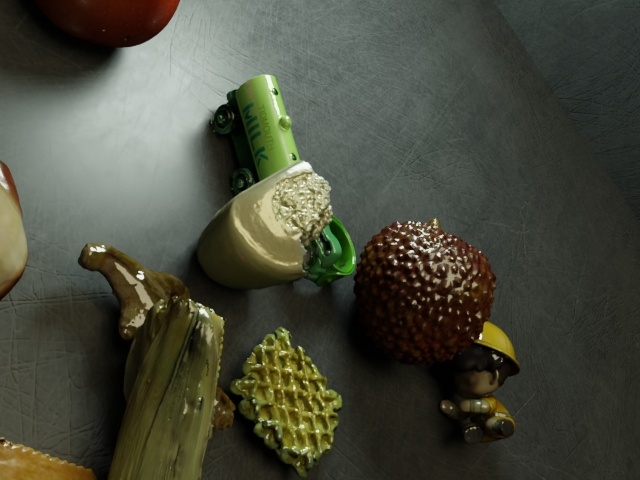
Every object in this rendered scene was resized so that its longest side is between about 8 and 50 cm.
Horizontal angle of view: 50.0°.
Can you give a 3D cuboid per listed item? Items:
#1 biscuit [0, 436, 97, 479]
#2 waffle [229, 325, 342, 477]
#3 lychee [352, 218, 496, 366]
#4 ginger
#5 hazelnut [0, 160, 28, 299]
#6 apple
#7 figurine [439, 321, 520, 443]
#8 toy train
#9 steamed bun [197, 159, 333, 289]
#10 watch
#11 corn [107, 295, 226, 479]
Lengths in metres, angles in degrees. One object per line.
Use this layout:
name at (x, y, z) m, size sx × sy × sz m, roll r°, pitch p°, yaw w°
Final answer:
biscuit at (-0.334, 0.358, 0.797) m, size 0.237 × 0.013 × 0.232 m, roll 39°, pitch 32°, yaw -40°
waffle at (-0.053, 0.274, 1.150) m, size 0.223 × 0.054 × 0.204 m, roll 52°, pitch 30°, yaw -10°
lychee at (0.198, 0.094, 1.346) m, size 0.276 × 0.276 × 0.304 m, roll 28°, pitch 68°, yaw -33°
ginger at (-0.235, 0.147, 1.024) m, size 0.333 × 0.080 × 0.166 m, roll 61°, pitch 28°, yaw 3°
hazelnut at (-0.471, -0.009, 0.781) m, size 0.261 × 0.241 × 0.261 m, roll 31°, pitch 21°, yaw -13°
apple at (-0.355, -0.453, 1.141) m, size 0.260 × 0.217 × 0.260 m, roll 21°, pitch 57°, yaw -37°
figurine at (0.334, 0.292, 1.445) m, size 0.167 × 0.192 × 0.256 m, roll 1°, pitch 72°, yaw -33°
toy train at (-0.107, -0.188, 1.284) m, size 0.105 × 0.157 × 0.253 m, roll -2°, pitch 69°, yaw -46°
steamed bun at (-0.090, -0.003, 1.153) m, size 0.200 × 0.225 × 0.170 m, roll -40°, pitch 96°, yaw -31°
watch at (0.000, 0.000, 1.319) m, size 0.152 × 0.131 × 0.165 m, roll -5°, pitch 71°, yaw -58°
corn at (-0.201, 0.225, 0.900) m, size 0.122 × 0.123 × 0.305 m, roll 12°, pitch 84°, yaw -17°
